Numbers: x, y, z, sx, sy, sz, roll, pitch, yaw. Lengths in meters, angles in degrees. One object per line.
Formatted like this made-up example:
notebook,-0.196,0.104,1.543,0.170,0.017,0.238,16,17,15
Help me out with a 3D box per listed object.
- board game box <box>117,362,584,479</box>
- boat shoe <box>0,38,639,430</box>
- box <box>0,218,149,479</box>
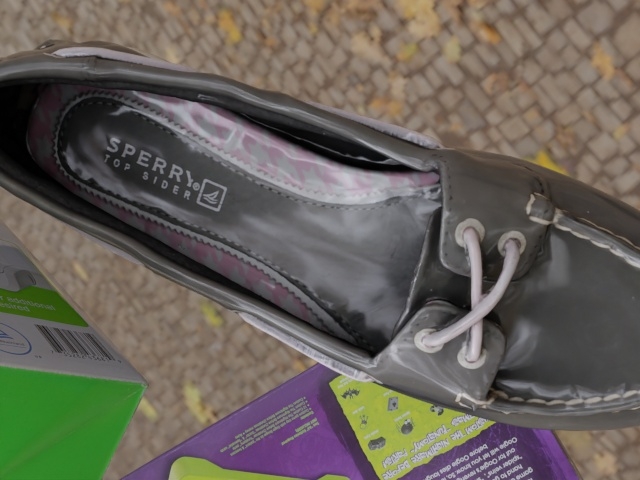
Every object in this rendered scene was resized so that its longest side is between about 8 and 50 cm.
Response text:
board game box,-0.005,0.200,0.851,0.208,0.347,0.056,63,-173,25
boat shoe,0.000,0.000,0.552,0.335,0.095,0.112,21,102,17
box,-0.241,0.026,0.513,0.231,0.262,0.126,39,107,41
